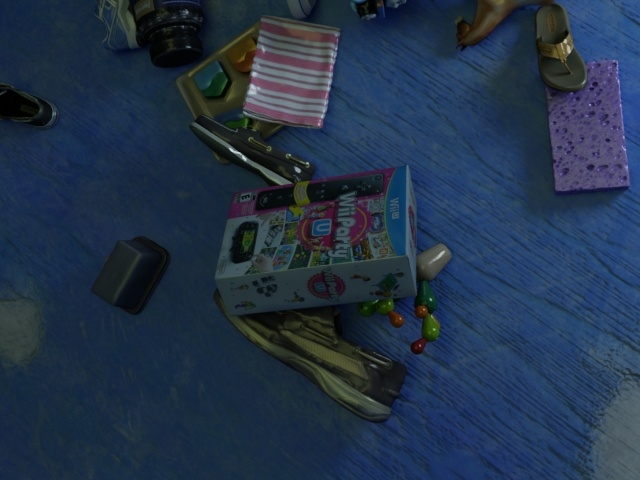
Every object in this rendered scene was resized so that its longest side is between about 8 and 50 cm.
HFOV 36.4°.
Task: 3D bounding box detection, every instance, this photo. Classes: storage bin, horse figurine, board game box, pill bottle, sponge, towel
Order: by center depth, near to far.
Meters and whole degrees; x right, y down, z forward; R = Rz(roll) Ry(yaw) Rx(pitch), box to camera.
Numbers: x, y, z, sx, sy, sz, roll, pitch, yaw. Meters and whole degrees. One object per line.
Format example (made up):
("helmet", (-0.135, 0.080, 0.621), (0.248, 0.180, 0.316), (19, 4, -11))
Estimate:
("board game box", (0.000, 0.000, 1.565), (0.304, 0.097, 0.224), (-7, 41, 11))
("sponge", (0.427, -0.182, 1.567), (0.117, 0.031, 0.210), (-5, 82, 14))
("horse figurine", (0.331, -0.433, 1.595), (0.263, 0.066, 0.174), (-13, 72, 20))
("towel", (-0.050, -0.293, 1.679), (0.144, 0.029, 0.196), (10, 76, 1))
("storage bin", (-0.348, 0.056, 1.727), (0.098, 0.091, 0.135), (31, 93, 16))
("pill bottle", (-0.276, -0.427, 1.735), (0.123, 0.123, 0.219), (-15, 82, 14))

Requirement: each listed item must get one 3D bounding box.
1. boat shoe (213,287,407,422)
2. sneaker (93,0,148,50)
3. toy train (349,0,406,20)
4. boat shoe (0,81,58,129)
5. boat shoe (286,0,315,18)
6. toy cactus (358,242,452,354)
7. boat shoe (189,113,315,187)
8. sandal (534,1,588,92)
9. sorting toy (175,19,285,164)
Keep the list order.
("boat shoe", (-0.012, 0.161, 1.619), (0.355, 0.132, 0.130), (34, 85, 7))
("sneaker", (-0.382, -0.448, 1.789), (0.081, 0.080, 0.211), (-16, 80, 10))
("toy train", (0.087, -0.457, 1.607), (0.105, 0.080, 0.184), (-11, 83, 7))
("boat shoe", (-0.604, -0.265, 1.837), (0.220, 0.070, 0.077), (14, 88, 16))
("boat shoe", (-0.008, -0.513, 1.685), (0.084, 0.095, 0.258), (3, 87, 20))
("toy cactus", (0.141, 0.077, 1.591), (0.181, 0.112, 0.219), (-36, 49, -14))
("boat shoe", (-0.117, -0.156, 1.677), (0.228, 0.081, 0.068), (32, 81, -2))
("sandal", (0.380, -0.316, 1.562), (0.072, 0.049, 0.180), (-11, 65, 13))
("sorting toy", (-0.137, -0.265, 1.726), (0.208, 0.038, 0.193), (-31, 77, 10))
